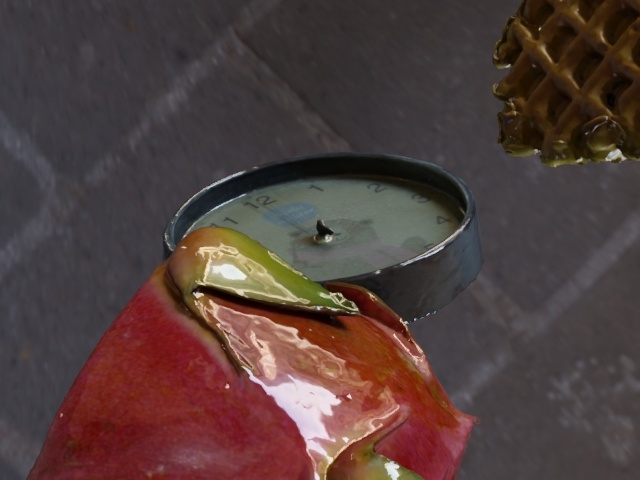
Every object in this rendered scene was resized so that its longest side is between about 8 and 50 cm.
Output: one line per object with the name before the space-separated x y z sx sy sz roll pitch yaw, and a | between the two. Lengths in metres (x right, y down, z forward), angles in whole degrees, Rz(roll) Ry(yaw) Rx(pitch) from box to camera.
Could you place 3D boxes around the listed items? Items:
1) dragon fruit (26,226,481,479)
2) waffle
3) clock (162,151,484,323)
dragon fruit | -0.027 0.156 1.018 0.189 0.290 0.290 22 102 14
waffle | 0.288 -0.203 1.773 0.068 0.325 0.302 31 60 -36
clock | 0.000 0.000 1.668 0.281 0.280 0.055 -10 116 -7
